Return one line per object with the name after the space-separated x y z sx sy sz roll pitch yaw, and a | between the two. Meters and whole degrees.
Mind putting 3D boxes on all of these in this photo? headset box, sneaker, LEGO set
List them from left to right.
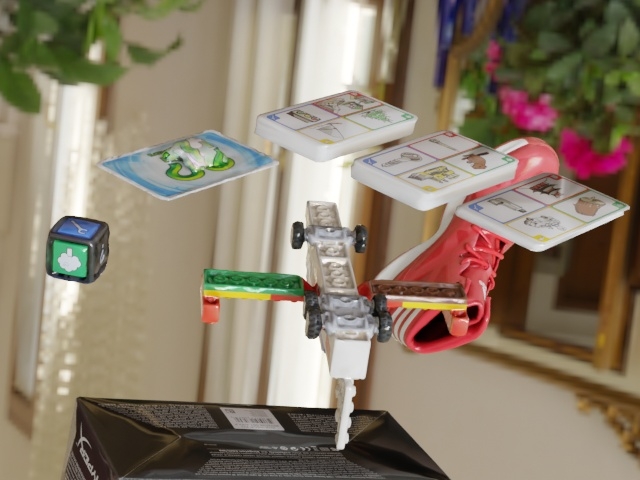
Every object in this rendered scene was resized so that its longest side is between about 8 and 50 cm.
-0.064 0.255 0.876 0.218 0.293 0.110 7 -163 -25 | headset box
0.000 0.000 0.639 0.182 0.060 0.244 27 -148 34 | LEGO set
0.146 0.015 1.213 0.087 0.221 0.128 37 -174 -27 | sneaker
